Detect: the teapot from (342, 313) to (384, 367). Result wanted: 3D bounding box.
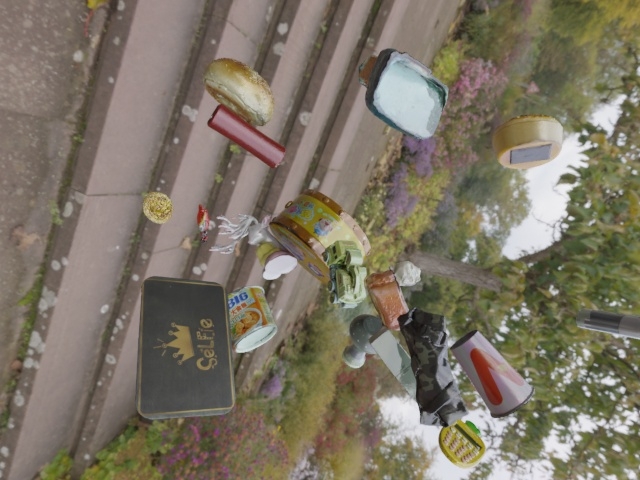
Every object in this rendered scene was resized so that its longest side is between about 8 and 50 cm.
[{"bbox_3d":[0.187,0.454,1.856,0.183,0.183,0.251,-56,173,-52],"label":"teapot"}]

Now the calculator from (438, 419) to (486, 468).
[{"bbox_3d":[0.467,0.661,1.381,0.235,0.146,0.032,-3,128,-51],"label":"calculator"}]

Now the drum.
[{"bbox_3d":[0.000,0.000,1.809,0.214,0.431,0.431,-47,167,-15],"label":"drum"}]

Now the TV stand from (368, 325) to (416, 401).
[{"bbox_3d":[0.274,0.420,1.396,0.082,0.269,0.088,-39,176,-2],"label":"TV stand"}]

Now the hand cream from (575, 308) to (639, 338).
[{"bbox_3d":[0.652,0.178,0.841,0.255,0.079,0.048,5,-87,63],"label":"hand cream"}]

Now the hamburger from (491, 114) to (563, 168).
[{"bbox_3d":[0.904,-0.441,1.848,0.300,0.300,0.176,88,6,-74],"label":"hamburger"}]

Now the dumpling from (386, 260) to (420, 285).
[{"bbox_3d":[0.427,0.170,2.106,0.127,0.188,0.108,-111,-153,-43],"label":"dumpling"}]

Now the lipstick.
[{"bbox_3d":[-0.218,-0.309,1.258,0.080,0.241,0.080,-46,-155,29],"label":"lipstick"}]

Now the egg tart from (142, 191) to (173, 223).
[{"bbox_3d":[-0.637,-0.128,1.633,0.049,0.129,0.129,-13,-143,42],"label":"egg tart"}]

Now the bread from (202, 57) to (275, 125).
[{"bbox_3d":[-0.304,-0.575,1.617,0.159,0.305,0.305,-56,171,-8],"label":"bread"}]

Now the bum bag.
[{"bbox_3d":[0.323,0.361,1.218,0.095,0.144,0.340,24,52,-59],"label":"bum bag"}]

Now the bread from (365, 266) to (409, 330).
[{"bbox_3d":[0.273,0.236,1.701,0.190,0.123,0.244,-124,-168,-82],"label":"bread"}]

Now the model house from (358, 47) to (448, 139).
[{"bbox_3d":[0.206,-0.446,1.281,0.184,0.253,0.291,-66,-148,12],"label":"model house"}]

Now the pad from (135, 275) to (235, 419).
[{"bbox_3d":[-0.306,0.256,1.098,0.063,0.315,0.375,-44,-132,41],"label":"pad"}]

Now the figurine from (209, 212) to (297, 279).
[{"bbox_3d":[-0.284,0.011,1.765,0.284,0.316,0.206,-19,143,-35],"label":"figurine"}]

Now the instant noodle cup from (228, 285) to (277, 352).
[{"bbox_3d":[-0.349,0.383,1.995,0.296,0.214,0.296,-27,154,-14],"label":"instant noodle cup"}]

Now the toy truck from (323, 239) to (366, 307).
[{"bbox_3d":[0.076,0.088,1.183,0.116,0.085,0.191,-46,-134,52],"label":"toy truck"}]

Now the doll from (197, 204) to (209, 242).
[{"bbox_3d":[-0.546,-0.077,1.966,0.057,0.109,0.169,-13,113,-27],"label":"doll"}]

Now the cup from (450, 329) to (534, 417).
[{"bbox_3d":[0.646,0.501,1.620,0.203,0.288,0.203,-35,168,-9],"label":"cup"}]
